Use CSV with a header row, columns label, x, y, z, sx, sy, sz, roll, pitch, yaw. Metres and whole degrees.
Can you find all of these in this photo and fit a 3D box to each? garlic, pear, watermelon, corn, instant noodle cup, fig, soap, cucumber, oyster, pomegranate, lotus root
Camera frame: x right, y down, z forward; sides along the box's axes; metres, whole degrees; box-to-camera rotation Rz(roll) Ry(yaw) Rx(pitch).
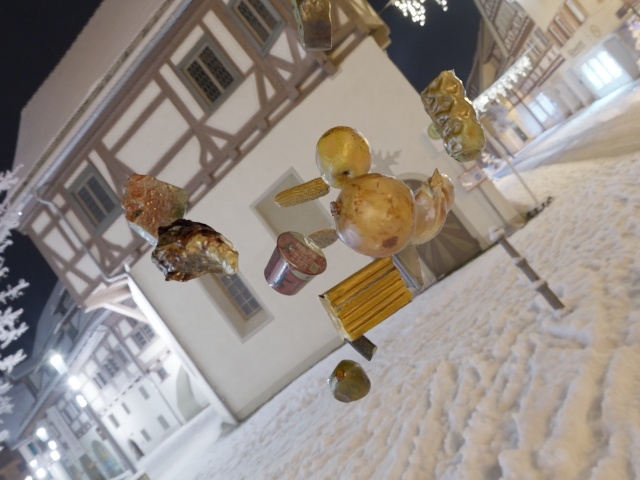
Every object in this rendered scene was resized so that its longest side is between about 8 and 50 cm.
label,x,y,z,sx,sy,sz,roll,pitch,yaw
garlic,0.369,-0.123,1.673,0.313,0.249,0.286,-44,32,43
pear,0.062,-0.228,1.243,0.178,0.178,0.178,-38,-5,-4
watermelon,-0.645,-0.105,1.772,0.151,0.265,0.302,-8,-30,35
corn,-0.087,-0.227,2.150,0.292,0.107,0.106,-18,2,20
instant noodle cup,-0.116,0.103,1.814,0.178,0.235,0.234,-52,-11,32
fig,0.090,0.485,1.532,0.144,0.154,0.166,-38,-45,-10
soap,0.168,0.210,1.620,0.324,0.204,0.096,-28,0,-27
cucumber,0.143,0.409,1.858,0.074,0.241,0.074,-48,5,6
soap,0.381,0.070,2.062,0.158,0.302,0.257,-34,3,39
oyster,-0.396,0.027,1.349,0.270,0.276,0.100,-30,-18,10
pomegranate,0.123,-0.057,1.073,0.215,0.215,0.215,-38,-5,-4
lotus root,-0.028,-0.808,1.583,0.118,0.235,0.138,-13,9,-5

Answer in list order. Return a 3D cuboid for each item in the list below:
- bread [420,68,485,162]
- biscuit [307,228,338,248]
label,x,y,z,sx,sy,sz,roll,pitch,yaw
bread,0.407,-0.365,1.335,0.129,0.268,0.152,-26,-3,9
biscuit,0.000,-0.001,2.264,0.219,0.033,0.220,-16,-23,-7
